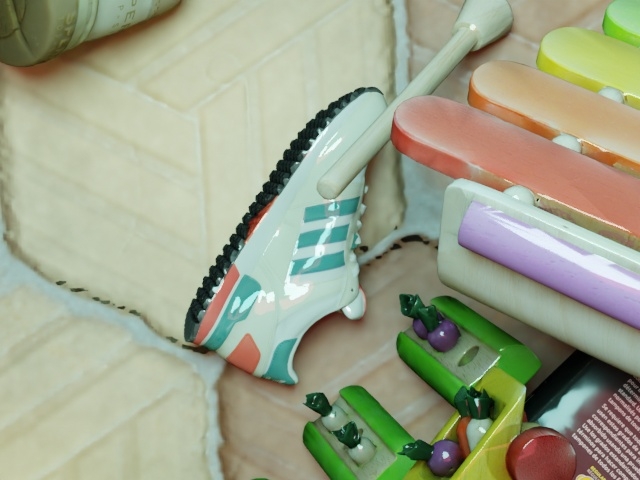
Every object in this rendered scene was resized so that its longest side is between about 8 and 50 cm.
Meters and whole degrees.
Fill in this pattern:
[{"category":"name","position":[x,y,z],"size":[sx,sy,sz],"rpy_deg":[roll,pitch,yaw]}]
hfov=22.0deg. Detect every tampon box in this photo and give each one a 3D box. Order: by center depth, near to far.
[{"category":"tampon box","position":[0.139,0.108,0.785],"size":[0.161,0.120,0.101],"rpy_deg":[-44,85,-2]}]

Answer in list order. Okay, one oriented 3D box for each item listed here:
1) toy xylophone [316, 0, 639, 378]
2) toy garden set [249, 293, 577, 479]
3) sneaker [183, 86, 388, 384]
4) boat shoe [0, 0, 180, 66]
[{"category":"toy xylophone","position":[0.139,-0.051,0.745],"size":[0.236,0.322,0.081],"rpy_deg":[20,129,13]},{"category":"toy garden set","position":[-0.002,0.125,0.749],"size":[0.244,0.204,0.049],"rpy_deg":[-45,107,-2]},{"category":"sneaker","position":[0.000,0.000,0.844],"size":[0.075,0.057,0.161],"rpy_deg":[34,86,-11]},{"category":"boat shoe","position":[-0.188,-0.251,0.854],"size":[0.110,0.122,0.341],"rpy_deg":[-25,86,-37]}]
